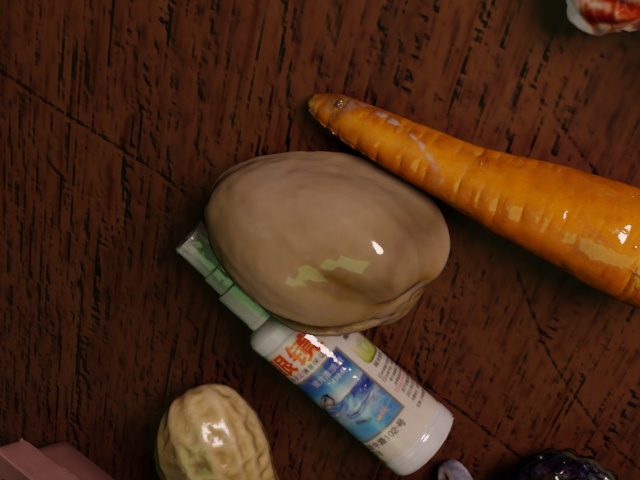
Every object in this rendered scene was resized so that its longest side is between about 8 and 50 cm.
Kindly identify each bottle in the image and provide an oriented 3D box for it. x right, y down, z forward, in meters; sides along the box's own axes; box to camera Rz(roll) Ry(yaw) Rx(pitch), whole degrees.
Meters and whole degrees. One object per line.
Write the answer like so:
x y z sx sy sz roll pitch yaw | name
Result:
-0.006 0.067 0.732 0.217 0.060 0.060 43 132 -6 | bottle

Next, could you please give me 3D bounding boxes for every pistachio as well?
0.000 0.000 0.650 0.149 0.113 0.113 25 132 17 | pistachio

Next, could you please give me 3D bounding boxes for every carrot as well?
0.103 -0.030 0.605 0.257 0.061 0.061 26 132 11 | carrot

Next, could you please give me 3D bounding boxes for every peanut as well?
-0.076 0.190 0.840 0.093 0.083 0.194 10 129 27 | peanut

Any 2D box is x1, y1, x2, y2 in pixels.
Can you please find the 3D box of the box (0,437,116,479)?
-0.206 0.305 0.909 0.215 0.086 0.215 31 104 22 | box

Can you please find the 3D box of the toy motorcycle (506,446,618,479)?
0.260 0.316 0.715 0.401 0.134 0.207 38 134 15 | toy motorcycle

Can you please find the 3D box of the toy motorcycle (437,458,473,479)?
0.070 0.256 0.768 0.170 0.110 0.260 65 153 9 | toy motorcycle

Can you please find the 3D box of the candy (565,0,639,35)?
0.251 -0.090 0.480 0.292 0.059 0.086 19 127 13 | candy
